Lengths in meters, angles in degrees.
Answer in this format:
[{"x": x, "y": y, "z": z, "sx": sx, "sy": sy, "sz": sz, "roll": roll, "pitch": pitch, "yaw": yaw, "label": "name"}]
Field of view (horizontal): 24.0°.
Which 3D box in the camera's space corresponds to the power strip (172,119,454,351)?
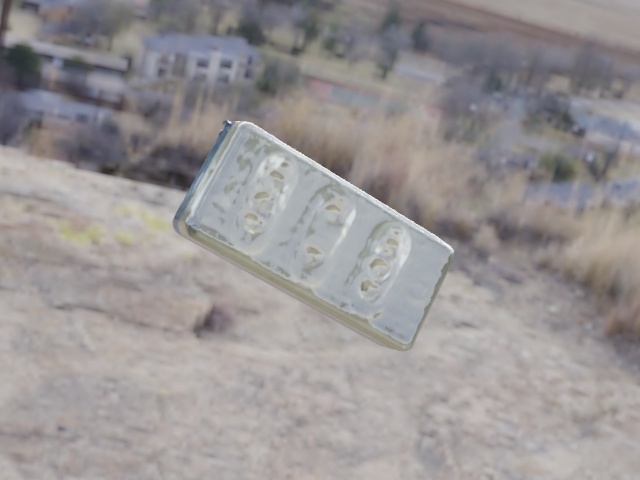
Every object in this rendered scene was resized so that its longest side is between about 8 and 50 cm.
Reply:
[{"x": 0.000, "y": 0.000, "z": 0.669, "sx": 0.123, "sy": 0.056, "sz": 0.032, "roll": 30, "pitch": -7, "yaw": -18, "label": "power strip"}]
